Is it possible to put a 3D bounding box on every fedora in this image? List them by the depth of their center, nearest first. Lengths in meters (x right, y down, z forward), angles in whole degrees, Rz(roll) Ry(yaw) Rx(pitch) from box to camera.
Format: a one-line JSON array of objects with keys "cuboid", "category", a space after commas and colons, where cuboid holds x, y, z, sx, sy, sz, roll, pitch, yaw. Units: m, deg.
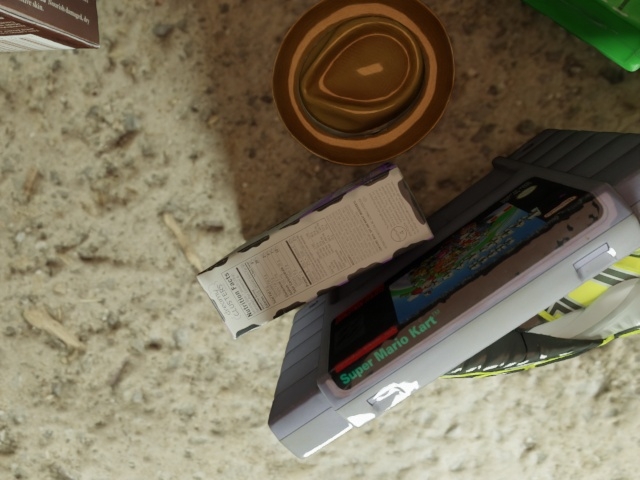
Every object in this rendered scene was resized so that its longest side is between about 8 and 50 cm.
[{"cuboid": [0.041, -0.166, 0.475, 0.195, 0.079, 0.194, 1, 102, 6], "category": "fedora"}]

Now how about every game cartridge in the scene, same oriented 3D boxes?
[{"cuboid": [0.111, 0.025, 0.431, 0.355, 0.230, 0.068, -37, 95, 11], "category": "game cartridge"}]

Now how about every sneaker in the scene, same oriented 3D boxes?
[{"cuboid": [0.245, 0.045, 0.490, 0.385, 0.145, 0.147, -21, 68, 12], "category": "sneaker"}]

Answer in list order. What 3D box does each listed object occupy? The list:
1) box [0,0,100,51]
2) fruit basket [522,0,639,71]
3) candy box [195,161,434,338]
[{"cuboid": [-0.336, -0.295, 0.439, 0.169, 0.167, 0.203, -1, 101, 6], "category": "box"}, {"cuboid": [0.300, -0.330, 0.358, 0.327, 0.165, 0.353, 41, 102, 12], "category": "fruit basket"}, {"cuboid": [0.000, 0.000, 0.468, 0.196, 0.165, 0.070, -28, 96, 11], "category": "candy box"}]
